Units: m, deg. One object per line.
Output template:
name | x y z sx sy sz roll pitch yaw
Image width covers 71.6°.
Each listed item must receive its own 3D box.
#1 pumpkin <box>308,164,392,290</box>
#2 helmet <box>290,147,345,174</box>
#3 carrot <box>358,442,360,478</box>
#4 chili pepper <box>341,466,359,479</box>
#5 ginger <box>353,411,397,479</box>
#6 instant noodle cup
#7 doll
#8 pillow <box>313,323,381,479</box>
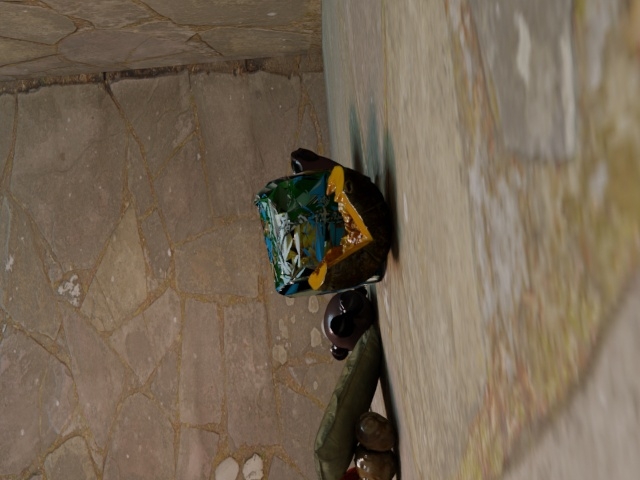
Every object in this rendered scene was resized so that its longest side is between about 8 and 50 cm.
pumpkin | 0.052 -0.011 0.654 0.119 0.108 0.183 -147 67 -80
helmet | 0.005 -0.079 1.107 0.338 0.197 0.271 -82 -2 -53
carrot | 0.135 0.627 1.142 0.069 0.069 0.228 84 180 -65
chili pepper | 0.107 0.746 1.310 0.131 0.135 0.338 60 165 26
ginger | 0.100 0.413 0.821 0.104 0.080 0.204 -13 -72 -58
instant noodle cup | 0.000 0.000 0.813 0.240 0.240 0.178 84 178 -72
doll | 0.064 0.193 1.049 0.257 0.117 0.182 86 -152 -76
pillow | 0.059 0.338 0.897 0.185 0.075 0.302 83 -151 -42
